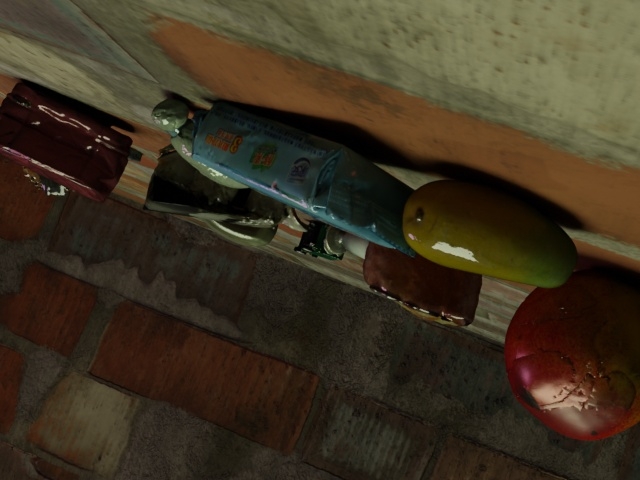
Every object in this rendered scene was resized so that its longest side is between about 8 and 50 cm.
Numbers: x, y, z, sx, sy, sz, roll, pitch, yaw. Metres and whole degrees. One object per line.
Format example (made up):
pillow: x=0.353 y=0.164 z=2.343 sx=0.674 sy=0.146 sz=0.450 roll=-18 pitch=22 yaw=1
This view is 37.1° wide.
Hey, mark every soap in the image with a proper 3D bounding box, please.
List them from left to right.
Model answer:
soap: x=-0.023 y=-0.075 z=1.059 sx=0.293 sy=0.077 sz=0.156 roll=25 pitch=180 yaw=44

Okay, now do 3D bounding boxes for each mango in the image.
mango: x=0.177 y=-0.003 z=0.972 sx=0.195 sy=0.091 sz=0.130 roll=22 pitch=176 yaw=-26

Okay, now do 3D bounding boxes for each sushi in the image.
sushi: x=-0.137 y=-0.085 z=1.489 sx=0.273 sy=0.109 sz=0.134 roll=9 pitch=176 yaw=-21

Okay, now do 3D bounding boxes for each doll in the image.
doll: x=-0.134 y=-0.113 z=1.221 sx=0.214 sy=0.071 sz=0.103 roll=31 pitch=170 yaw=-35

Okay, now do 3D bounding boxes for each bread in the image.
bread: x=0.157 y=0.054 z=1.469 sx=0.190 sy=0.123 sz=0.244 roll=23 pitch=175 yaw=7

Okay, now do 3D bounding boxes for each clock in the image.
clock: x=-0.401 y=-0.182 z=1.931 sx=0.085 sy=0.017 sz=0.085 roll=21 pitch=175 yaw=2

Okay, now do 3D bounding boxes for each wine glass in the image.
wine glass: x=0.076 y=0.007 z=1.624 sx=0.072 sy=0.072 sz=0.155 roll=26 pitch=174 yaw=-37

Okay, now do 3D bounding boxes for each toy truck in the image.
toy truck: x=0.000 y=0.000 z=1.887 sx=0.079 sy=0.065 sz=0.147 roll=19 pitch=174 yaw=-12

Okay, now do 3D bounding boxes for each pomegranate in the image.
pomegranate: x=0.339 y=0.137 z=1.168 sx=0.235 sy=0.210 sz=0.210 roll=-17 pitch=150 yaw=36

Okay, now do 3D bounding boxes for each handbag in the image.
handbag: x=-0.433 y=-0.167 z=1.603 sx=0.225 sy=0.135 sz=0.146 roll=27 pitch=175 yaw=-4

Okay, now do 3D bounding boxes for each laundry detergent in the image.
laundry detergent: x=-0.178 y=-0.050 z=1.966 sx=0.181 sy=0.091 sz=0.253 roll=24 pitch=175 yaw=-5

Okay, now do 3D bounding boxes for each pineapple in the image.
pineapple: x=-0.511 y=-0.166 z=1.842 sx=0.141 sy=0.170 sz=0.310 roll=-5 pitch=177 yaw=-14
